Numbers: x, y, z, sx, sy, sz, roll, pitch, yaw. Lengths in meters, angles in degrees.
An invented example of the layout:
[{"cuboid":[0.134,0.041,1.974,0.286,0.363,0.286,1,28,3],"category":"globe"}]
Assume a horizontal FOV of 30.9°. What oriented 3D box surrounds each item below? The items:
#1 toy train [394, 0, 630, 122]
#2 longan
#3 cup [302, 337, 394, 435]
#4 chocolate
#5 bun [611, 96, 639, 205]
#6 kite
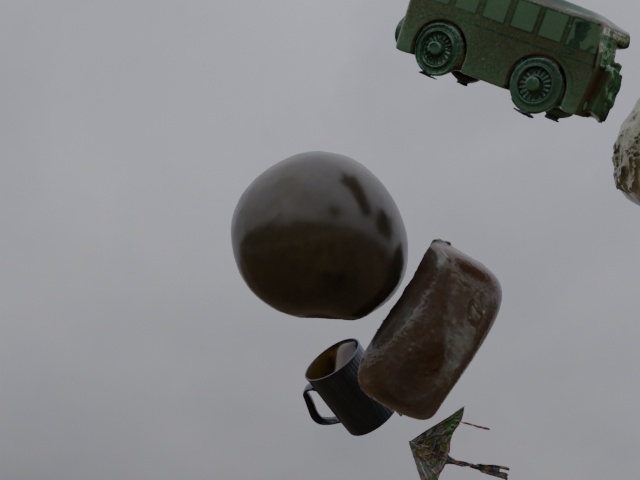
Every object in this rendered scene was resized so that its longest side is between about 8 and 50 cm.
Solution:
[{"cuboid":[0.248,-0.262,1.536,0.326,0.159,0.129,26,12,30],"category":"toy train"},{"cuboid":[0.000,0.000,1.657,0.258,0.258,0.258,6,-21,2],"category":"longan"},{"cuboid":[0.048,0.265,2.062,0.150,0.113,0.138,-15,-64,50],"category":"cup"},{"cuboid":[0.170,0.143,1.657,0.161,0.261,0.083,27,3,-29],"category":"chocolate"},{"cuboid":[0.586,-0.160,1.653,0.362,0.234,0.326,-15,10,-41],"category":"bun"},{"cuboid":[0.232,0.385,2.003,0.006,0.198,0.244,20,-6,-38],"category":"kite"}]
